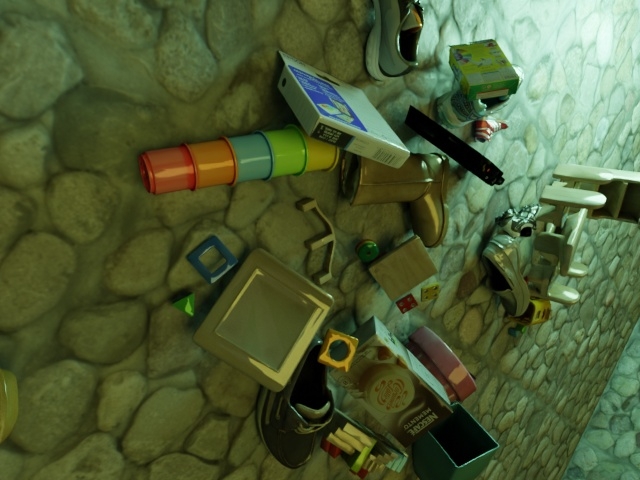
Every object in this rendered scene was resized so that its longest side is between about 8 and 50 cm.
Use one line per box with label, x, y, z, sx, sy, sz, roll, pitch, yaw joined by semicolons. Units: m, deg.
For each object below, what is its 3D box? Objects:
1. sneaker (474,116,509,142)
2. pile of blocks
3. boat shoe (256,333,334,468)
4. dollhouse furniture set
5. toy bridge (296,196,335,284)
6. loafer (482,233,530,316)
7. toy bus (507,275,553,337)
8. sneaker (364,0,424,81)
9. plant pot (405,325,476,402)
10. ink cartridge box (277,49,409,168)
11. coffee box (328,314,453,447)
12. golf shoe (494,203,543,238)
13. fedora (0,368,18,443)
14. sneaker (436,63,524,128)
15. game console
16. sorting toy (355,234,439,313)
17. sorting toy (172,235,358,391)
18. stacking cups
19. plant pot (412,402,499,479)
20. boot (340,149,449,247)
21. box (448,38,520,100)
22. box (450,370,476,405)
sneaker;0.444;-0.284;1.096;0.119;0.042;0.066;0;100;-30
pile of blocks;0.115;0.536;1.034;0.112;0.149;0.362;-54;129;-11
boat shoe;-0.048;0.331;0.855;0.133;0.130;0.354;-15;113;-33
dollhouse furniture set;0.810;-0.049;1.243;0.394;0.257;0.361;-45;137;-36
toy bridge;0.000;0.000;0.855;0.063;0.026;0.188;-28;120;-29
loafer;0.552;0.122;1.275;0.112;0.112;0.319;-34;121;-10
toy bus;0.737;0.237;1.445;0.202;0.104;0.190;-45;127;-17
sneaker;0.148;-0.442;0.778;0.101;0.108;0.271;-15;112;-32
plant pot;0.258;0.351;1.071;0.180;0.201;0.201;-37;125;-4
ink cartridge box;0.032;-0.225;0.726;0.207;0.208;0.045;9;133;-38
coffee box;0.153;0.309;0.929;0.141;0.098;0.246;-43;97;11
golf shoe;0.609;-0.050;1.254;0.198;0.093;0.077;-14;156;-28
fedora;-0.446;0.219;0.525;0.194;0.195;0.079;-64;166;-3
sneaker;0.409;-0.344;0.982;0.283;0.122;0.110;-35;105;-25
game console;0.330;-0.191;0.958;0.043;0.213;0.362;-53;152;18
sorting toy;0.191;0.063;0.983;0.132;0.046;0.274;-34;127;6
sorting toy;-0.096;0.140;0.748;0.348;0.047;0.195;36;75;-10
stacking cups;-0.123;-0.140;0.680;0.317;0.096;0.095;-13;112;-31
plant pot;0.382;0.650;1.260;0.166;0.165;0.234;-9;123;-27
boot;0.163;-0.092;0.919;0.270;0.089;0.235;-5;97;-36
box;0.343;-0.374;0.905;0.105;0.179;0.043;-7;144;4
box;0.422;0.480;1.330;0.116;0.029;0.162;41;77;-38
